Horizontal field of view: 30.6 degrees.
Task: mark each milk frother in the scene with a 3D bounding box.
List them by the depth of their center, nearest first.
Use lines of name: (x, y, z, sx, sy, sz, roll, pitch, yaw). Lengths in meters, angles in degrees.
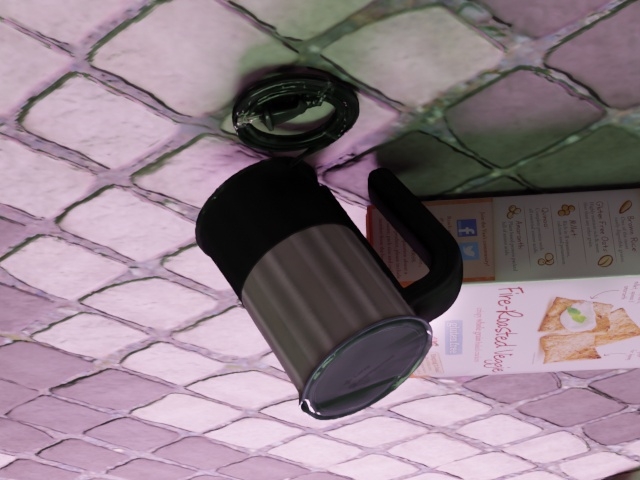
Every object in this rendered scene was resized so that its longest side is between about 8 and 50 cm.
milk frother: (0.000, 0.000, 0.644, 0.129, 0.134, 0.143, -38, 147, 3)

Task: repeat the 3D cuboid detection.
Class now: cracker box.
cracker box: (0.151, 0.033, 0.781, 0.232, 0.067, 0.155, -4, 152, 5)
